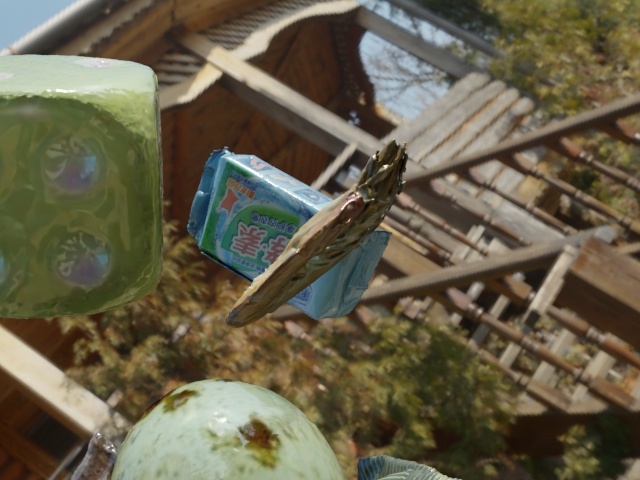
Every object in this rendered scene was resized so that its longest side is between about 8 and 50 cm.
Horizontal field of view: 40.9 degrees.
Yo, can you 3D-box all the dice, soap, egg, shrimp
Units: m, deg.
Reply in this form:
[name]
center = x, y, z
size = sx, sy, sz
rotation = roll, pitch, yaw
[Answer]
[dice]
center = -0.306, -0.073, 0.971
size = 0.254, 0.250, 0.252
rotation = -112, 23, -66
[soap]
center = -0.057, -0.010, 1.194
size = 0.077, 0.293, 0.156
rotation = -13, -54, -57
[egg]
center = -0.055, 0.210, 0.611
size = 0.169, 0.231, 0.169
rotation = -27, -1, 0
[shrimp]
center = -0.002, -0.003, 0.783
size = 0.236, 0.053, 0.133
rotation = -43, -14, 5

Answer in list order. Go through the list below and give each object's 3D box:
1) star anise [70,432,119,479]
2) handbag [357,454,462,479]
[star anise]
center = -0.210, 0.305, 0.804
size = 0.236, 0.109, 0.223
rotation = -51, -23, -59
[handbag]
center = 0.106, 0.435, 1.029
size = 0.247, 0.240, 0.340
rotation = -35, -62, -41
